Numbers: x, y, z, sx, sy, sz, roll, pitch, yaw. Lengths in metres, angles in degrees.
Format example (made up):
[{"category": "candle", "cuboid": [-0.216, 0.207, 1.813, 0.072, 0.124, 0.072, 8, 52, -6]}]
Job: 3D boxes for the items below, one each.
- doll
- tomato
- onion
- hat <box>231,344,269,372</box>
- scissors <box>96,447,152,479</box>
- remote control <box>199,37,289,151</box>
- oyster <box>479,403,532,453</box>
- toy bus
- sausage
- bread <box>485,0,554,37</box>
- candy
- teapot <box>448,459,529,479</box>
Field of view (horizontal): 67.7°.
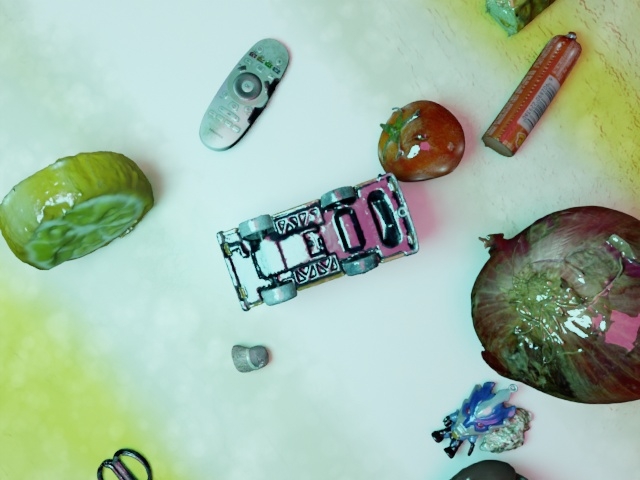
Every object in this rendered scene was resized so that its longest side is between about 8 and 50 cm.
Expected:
[{"category": "doll", "cuboid": [0.313, 0.350, 0.949, 0.195, 0.070, 0.096, -41, 60, 5]}, {"category": "tomato", "cuboid": [0.191, -0.181, 0.898, 0.167, 0.167, 0.167, 0, 91, 1]}, {"category": "onion", "cuboid": [0.432, 0.104, 0.823, 0.354, 0.353, 0.353, 0, 91, 1]}, {"category": "hat", "cuboid": [-0.140, 0.234, 0.966, 0.087, 0.042, 0.058, -10, 92, 35]}, {"category": "scissors", "cuboid": [-0.341, 0.561, 0.980, 0.109, 0.022, 0.300, -37, 91, 5]}, {"category": "remote control", "cuboid": [-0.150, -0.287, 0.948, 0.097, 0.045, 0.256, 36, 88, -1]}, {"category": "oyster", "cuboid": [0.376, 0.383, 0.960, 0.098, 0.037, 0.100, 9, 91, 0]}, {"category": "toy bus", "cuboid": [0.000, 0.000, 0.879, 0.324, 0.194, 0.161, -19, 91, 4]}, {"category": "sausage", "cuboid": [0.419, -0.293, 0.928, 0.074, 0.074, 0.274, 33, 92, 0]}, {"category": "bread", "cuboid": [0.443, -0.519, 0.914, 0.269, 0.087, 0.098, -42, 90, 2]}, {"category": "candy", "cuboid": [-0.426, -0.054, 0.851, 0.260, 0.260, 0.118, -35, 86, 1]}, {"category": "teapot", "cuboid": [0.324, 0.580, 0.896, 0.315, 0.233, 0.312, -31, 84, 29]}]
